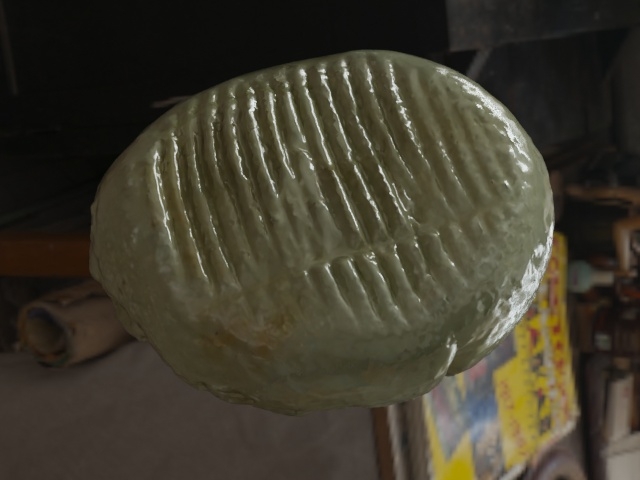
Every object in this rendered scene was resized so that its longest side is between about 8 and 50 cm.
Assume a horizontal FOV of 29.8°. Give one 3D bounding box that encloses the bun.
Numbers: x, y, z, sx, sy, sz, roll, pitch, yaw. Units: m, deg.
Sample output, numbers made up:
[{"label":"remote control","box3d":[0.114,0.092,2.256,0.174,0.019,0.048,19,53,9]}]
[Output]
[{"label":"bun","box3d":[0.000,0.000,0.504,0.111,0.188,0.164,89,-21,-61]}]
